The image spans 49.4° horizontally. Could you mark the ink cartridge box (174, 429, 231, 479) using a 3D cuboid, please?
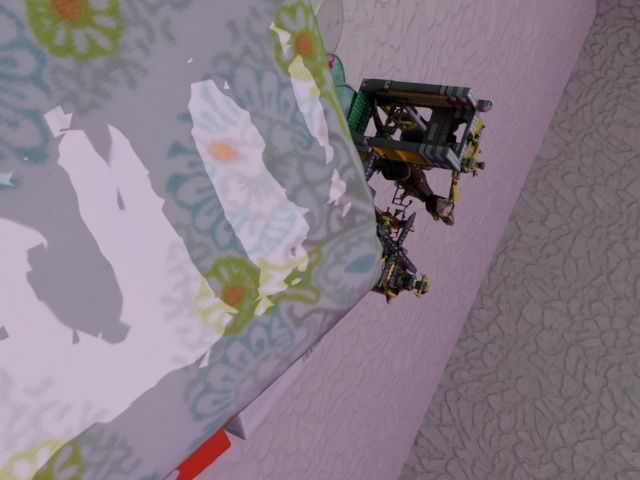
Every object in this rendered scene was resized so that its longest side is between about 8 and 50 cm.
[{"bbox_3d":[-0.251,0.313,0.923,0.308,0.091,0.385,-38,144,-23],"label":"ink cartridge box"}]

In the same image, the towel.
[{"bbox_3d":[-0.122,-0.050,0.327,0.320,0.090,0.375,-36,119,-32],"label":"towel"}]

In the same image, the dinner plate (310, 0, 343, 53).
[{"bbox_3d":[0.007,-0.352,1.143,0.141,0.017,0.141,-43,143,-45],"label":"dinner plate"}]

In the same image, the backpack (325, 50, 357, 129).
[{"bbox_3d":[-0.048,-0.157,0.995,0.253,0.191,0.225,-52,147,-41],"label":"backpack"}]

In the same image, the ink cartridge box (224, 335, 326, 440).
[{"bbox_3d":[-0.092,0.184,1.258,0.275,0.060,0.239,-47,144,-37],"label":"ink cartridge box"}]

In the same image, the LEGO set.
[{"bbox_3d":[0.141,-0.062,0.955,0.255,0.192,0.332,46,64,-51],"label":"LEGO set"}]
